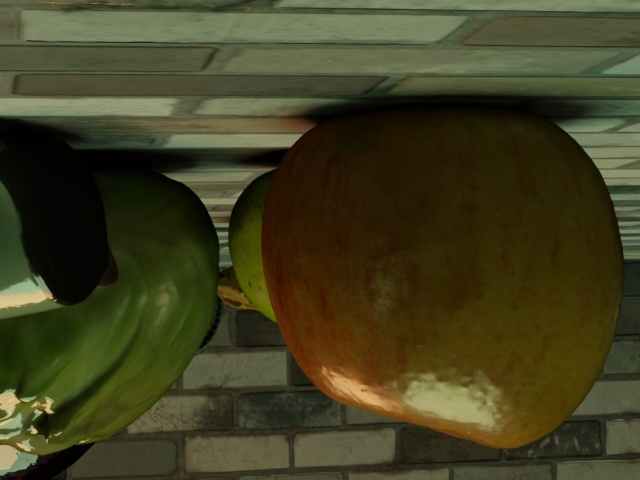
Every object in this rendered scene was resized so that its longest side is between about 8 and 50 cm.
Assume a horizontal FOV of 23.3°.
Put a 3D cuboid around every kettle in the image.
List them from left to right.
[{"bbox_3d":[-0.329,-0.018,1.314,0.255,0.165,0.240,-4,148,20],"label":"kettle"}]

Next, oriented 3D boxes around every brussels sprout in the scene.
[{"bbox_3d":[-0.242,0.060,1.552,0.247,0.328,0.328,44,-160,26],"label":"brussels sprout"}]

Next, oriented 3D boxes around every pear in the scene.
[{"bbox_3d":[0.000,0.000,1.558,0.187,0.187,0.219,-2,155,-2],"label":"pear"}]

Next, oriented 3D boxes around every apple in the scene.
[{"bbox_3d":[0.099,0.030,1.284,0.299,0.275,0.299,4,179,0],"label":"apple"}]

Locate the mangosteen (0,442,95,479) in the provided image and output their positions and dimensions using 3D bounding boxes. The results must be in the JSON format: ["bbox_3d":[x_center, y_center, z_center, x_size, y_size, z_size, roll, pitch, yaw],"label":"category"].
[{"bbox_3d":[-0.443,0.125,1.983,0.382,0.382,0.435,-3,149,27],"label":"mangosteen"}]

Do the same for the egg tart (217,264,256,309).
[{"bbox_3d":[0.006,0.046,2.276,0.345,0.132,0.345,5,-172,-1],"label":"egg tart"}]

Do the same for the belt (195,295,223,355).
[{"bbox_3d":[-0.276,0.077,2.392,0.160,0.207,0.295,1,164,37],"label":"belt"}]
